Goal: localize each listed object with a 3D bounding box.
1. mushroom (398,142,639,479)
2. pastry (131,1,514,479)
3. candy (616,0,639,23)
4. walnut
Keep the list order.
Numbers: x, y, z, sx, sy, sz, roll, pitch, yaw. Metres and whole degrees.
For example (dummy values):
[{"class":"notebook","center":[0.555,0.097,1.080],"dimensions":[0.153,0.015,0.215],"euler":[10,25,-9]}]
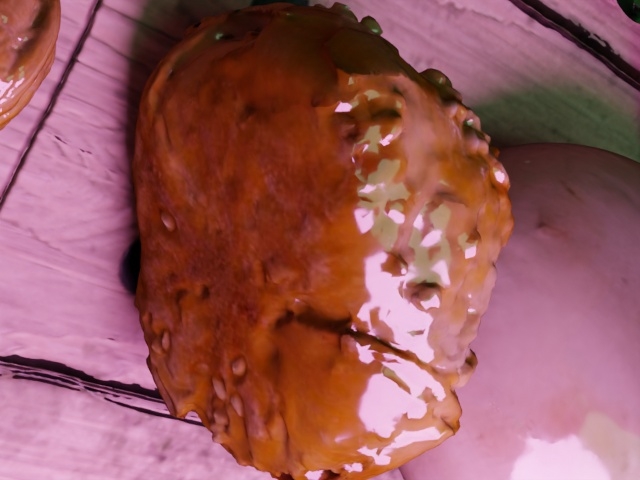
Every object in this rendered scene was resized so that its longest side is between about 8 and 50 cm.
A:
[{"class":"mushroom","center":[0.182,0.107,0.959],"dimensions":[0.362,0.294,0.362],"euler":[18,60,-34]},{"class":"pastry","center":[0.000,0.000,0.777],"dimensions":[0.162,0.255,0.311],"euler":[-21,126,-48]},{"class":"candy","center":[0.302,-0.144,1.059],"dimensions":[0.097,0.097,0.323],"euler":[-33,138,-20]},{"class":"walnut","center":[-0.194,-0.110,0.662],"dimensions":[0.124,0.105,0.105],"euler":[-57,136,-20]}]
